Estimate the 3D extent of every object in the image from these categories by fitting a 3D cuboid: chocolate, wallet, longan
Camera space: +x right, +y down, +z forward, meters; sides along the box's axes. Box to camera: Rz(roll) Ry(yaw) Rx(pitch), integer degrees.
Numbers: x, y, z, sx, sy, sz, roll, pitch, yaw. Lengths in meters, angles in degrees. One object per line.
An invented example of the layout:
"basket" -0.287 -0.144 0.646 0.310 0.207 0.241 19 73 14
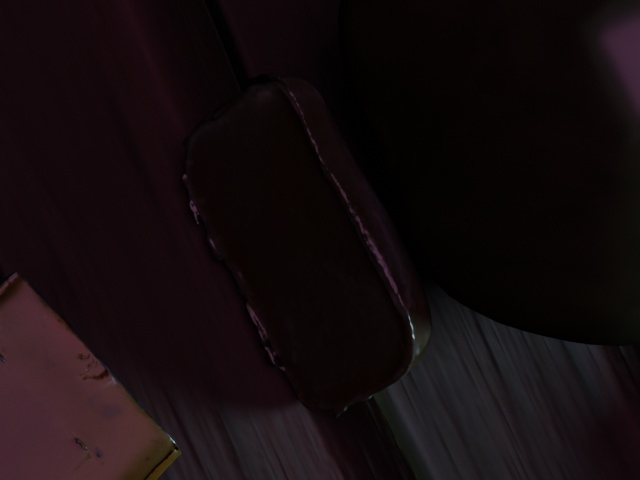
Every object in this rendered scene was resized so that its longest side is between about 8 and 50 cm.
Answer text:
"chocolate" 0.000 -0.001 1.232 0.083 0.161 0.261 -26 90 -46
"wallet" -0.223 0.144 1.192 0.195 0.042 0.161 46 77 -3
"longan" 0.210 -0.116 1.196 0.405 0.336 0.404 0 84 -4
